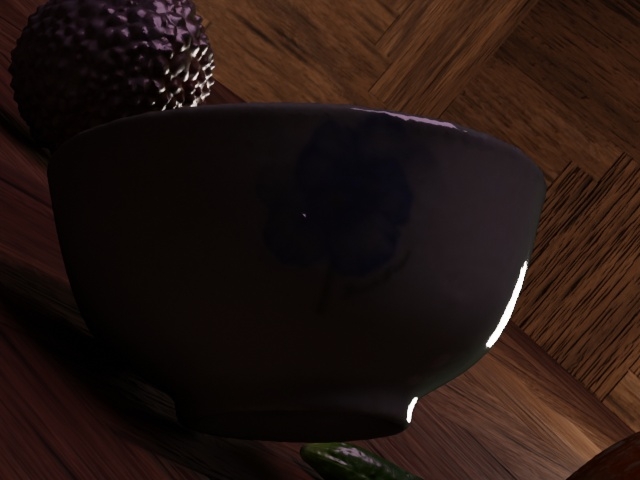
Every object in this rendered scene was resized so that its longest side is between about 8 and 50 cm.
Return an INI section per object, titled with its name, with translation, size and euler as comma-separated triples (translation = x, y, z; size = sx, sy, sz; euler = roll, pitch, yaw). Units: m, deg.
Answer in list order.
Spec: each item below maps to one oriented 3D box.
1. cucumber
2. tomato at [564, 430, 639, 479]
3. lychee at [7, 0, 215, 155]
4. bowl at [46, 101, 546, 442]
[cucumber]
translation = 0.051, 0.169, 1.310
size = 0.168, 0.039, 0.039
euler = 32, 9, -38
[tomato]
translation = 0.230, 0.207, 1.011
size = 0.270, 0.222, 0.270
euler = 25, 28, -14
[lychee]
translation = -0.170, -0.133, 1.609
size = 0.165, 0.165, 0.197
euler = 39, -19, -15
[bowl]
translation = -0.015, 0.035, 1.123
size = 0.289, 0.146, 0.289
euler = 1, -16, 0
